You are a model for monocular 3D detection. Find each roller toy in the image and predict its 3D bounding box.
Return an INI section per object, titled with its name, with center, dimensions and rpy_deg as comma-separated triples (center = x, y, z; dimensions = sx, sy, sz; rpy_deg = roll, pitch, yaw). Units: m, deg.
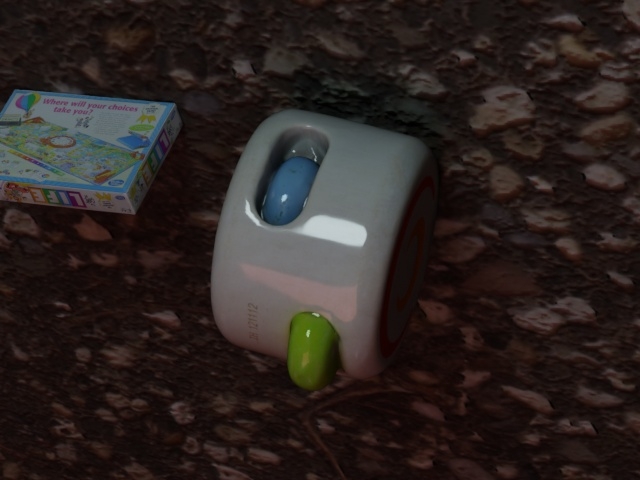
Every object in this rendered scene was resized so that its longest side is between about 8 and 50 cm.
[roller toy]
center = 0.000, 0.000, 1.444
dimensions = 0.146, 0.209, 0.191
rpy_deg = 14, 104, 13

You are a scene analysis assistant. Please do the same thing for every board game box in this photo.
[board game box]
center = -0.202, -0.074, 1.535
dimensions = 0.154, 0.103, 0.026
rpy_deg = 7, 141, 23
